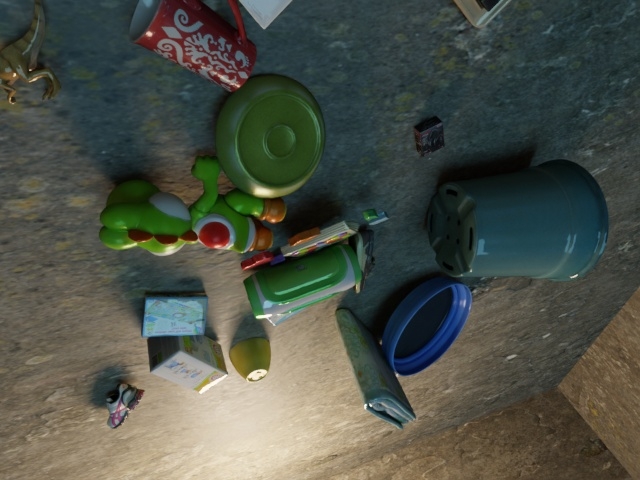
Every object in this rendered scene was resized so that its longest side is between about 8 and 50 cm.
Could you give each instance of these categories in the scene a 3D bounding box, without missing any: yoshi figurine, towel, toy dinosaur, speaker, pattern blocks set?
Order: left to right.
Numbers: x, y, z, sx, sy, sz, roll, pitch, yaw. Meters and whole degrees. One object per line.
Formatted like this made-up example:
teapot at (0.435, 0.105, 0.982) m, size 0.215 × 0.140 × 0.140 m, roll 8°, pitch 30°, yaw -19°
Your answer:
toy dinosaur at (-0.438, -0.265, 0.625) m, size 0.211 × 0.064 × 0.112 m, roll -38°, pitch 135°, yaw 10°
yoshi figurine at (-0.267, -0.060, 0.868) m, size 0.362 × 0.204 × 0.203 m, roll -4°, pitch 174°, yaw -43°
speaker at (-0.047, 0.107, 1.125) m, size 0.296 × 0.131 × 0.131 m, roll -19°, pitch 136°, yaw -12°
pattern blocks set at (0.000, 0.000, 1.017) m, size 0.324 × 0.026 × 0.285 m, roll -24°, pitch 172°, yaw 26°
towel at (0.176, 0.434, 1.416) m, size 0.090 × 0.321 × 0.374 m, roll -31°, pitch 138°, yaw 7°

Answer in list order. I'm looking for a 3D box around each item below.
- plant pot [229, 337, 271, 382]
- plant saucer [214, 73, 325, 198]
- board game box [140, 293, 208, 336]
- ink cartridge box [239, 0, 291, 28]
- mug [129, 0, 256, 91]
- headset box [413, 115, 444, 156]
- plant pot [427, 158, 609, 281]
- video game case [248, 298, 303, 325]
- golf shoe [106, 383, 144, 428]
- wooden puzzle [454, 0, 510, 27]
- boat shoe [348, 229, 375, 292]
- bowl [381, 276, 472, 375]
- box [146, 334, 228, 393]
plant pot at (-0.210, 0.383, 1.330) m, size 0.134 × 0.095 × 0.134 m, roll -15°, pitch 135°, yaw -15°
plant saucer at (-0.084, -0.196, 0.831) m, size 0.240 × 0.037 × 0.241 m, roll -13°, pitch 115°, yaw -29°
board game box at (-0.370, 0.190, 1.082) m, size 0.154 × 0.026 × 0.104 m, roll 5°, pitch 99°, yaw -30°
ink cartridge box at (-0.054, -0.423, 0.645) m, size 0.180 × 0.104 × 0.060 m, roll -41°, pitch 135°, yaw 12°
mug at (-0.182, -0.315, 0.659) m, size 0.169 × 0.150 × 0.113 m, roll 21°, pitch 81°, yaw -44°
headset box at (0.262, -0.252, 1.022) m, size 0.062 × 0.032 × 0.083 m, roll -26°, pitch 139°, yaw -3°
plant pot at (0.497, -0.040, 1.154) m, size 0.333 × 0.341 × 0.341 m, roll -5°, pitch 133°, yaw -12°
video game case at (-0.122, 0.181, 1.245) m, size 0.119 × 0.015 × 0.166 m, roll -30°, pitch 137°, yaw 1°
golf shoe at (-0.595, 0.486, 1.260) m, size 0.085 × 0.067 × 0.186 m, roll 33°, pitch 113°, yaw -15°
wooden puzzle at (0.328, -0.506, 0.743) m, size 0.221 × 0.044 × 0.238 m, roll -43°, pitch 153°, yaw 29°
boat shoe at (0.122, 0.062, 1.212) m, size 0.073 × 0.080 × 0.224 m, roll -13°, pitch 131°, yaw -9°
bowl at (0.375, 0.300, 1.504) m, size 0.390 × 0.077 × 0.392 m, roll -21°, pitch 129°, yaw -28°
box at (-0.366, 0.325, 1.180) m, size 0.103 × 0.114 × 0.203 m, roll -35°, pitch 135°, yaw 5°
